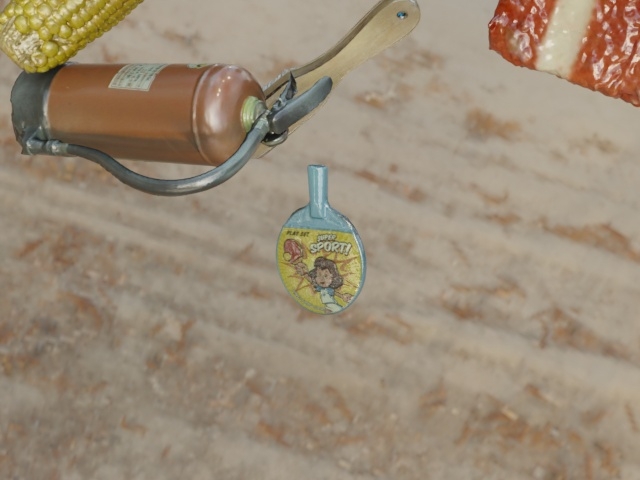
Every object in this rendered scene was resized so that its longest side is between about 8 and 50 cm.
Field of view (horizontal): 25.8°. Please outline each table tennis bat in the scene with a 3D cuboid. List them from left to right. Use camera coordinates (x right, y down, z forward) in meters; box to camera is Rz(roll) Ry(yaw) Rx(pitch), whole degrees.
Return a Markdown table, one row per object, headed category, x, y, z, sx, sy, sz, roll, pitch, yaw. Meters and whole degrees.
| category | x | y | z | sx | sy | sz | roll | pitch | yaw |
| --- | --- | --- | --- | --- | --- | --- | --- | --- | --- |
| table tennis bat | 0.000 | 0.000 | 1.399 | 0.100 | 0.155 | 0.019 | 8 | 18 | 27 |

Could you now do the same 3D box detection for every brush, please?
| category | x | y | z | sx | sy | sz | roll | pitch | yaw |
| --- | --- | --- | --- | --- | --- | --- | --- | --- | --- |
| brush | -0.002 | -0.217 | 1.781 | 0.070 | 0.327 | 0.065 | 36 | 35 | -28 |

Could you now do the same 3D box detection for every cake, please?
| category | x | y | z | sx | sy | sz | roll | pitch | yaw |
| --- | --- | --- | --- | --- | --- | --- | --- | --- | --- |
| cake | 0.423 | -0.302 | 1.752 | 0.319 | 0.270 | 0.270 | 24 | 14 | 30 |

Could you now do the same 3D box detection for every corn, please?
| category | x | y | z | sx | sy | sz | roll | pitch | yaw |
| --- | --- | --- | --- | --- | --- | --- | --- | --- | --- |
| corn | -0.241 | -0.318 | 1.607 | 0.322 | 0.119 | 0.119 | -42 | 65 | -6 |

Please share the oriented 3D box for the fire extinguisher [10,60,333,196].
| category | x | y | z | sx | sy | sz | roll | pitch | yaw |
| --- | --- | --- | --- | --- | --- | --- | --- | --- | --- |
| fire extinguisher | -0.182 | -0.117 | 1.564 | 0.376 | 0.113 | 0.200 | 3 | 63 | 28 |
